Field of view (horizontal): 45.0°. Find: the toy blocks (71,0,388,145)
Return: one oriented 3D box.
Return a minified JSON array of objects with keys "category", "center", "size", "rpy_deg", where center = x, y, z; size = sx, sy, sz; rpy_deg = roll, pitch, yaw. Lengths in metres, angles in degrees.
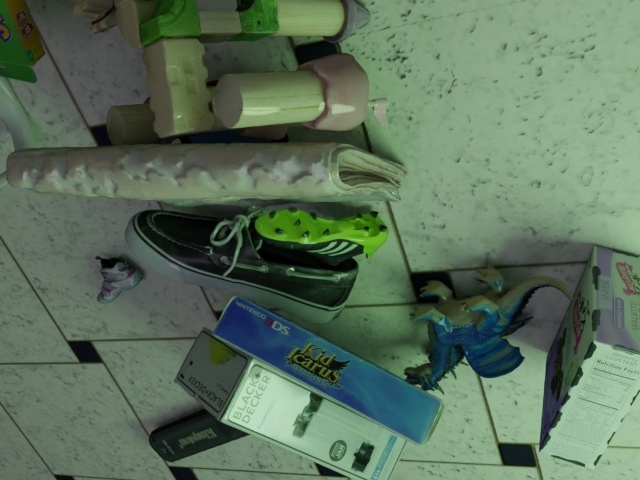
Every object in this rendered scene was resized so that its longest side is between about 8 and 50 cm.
[{"category":"toy blocks","center":[-0.060,-0.235,0.753],"size":[0.309,0.260,0.289],"rpy_deg":[-2,98,53]}]

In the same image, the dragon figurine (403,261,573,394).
[{"category":"dragon figurine","center":[0.212,0.113,0.972],"size":[0.289,0.085,0.144],"rpy_deg":[-21,118,39]}]

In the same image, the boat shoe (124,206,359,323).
[{"category":"boat shoe","center":[-0.100,0.011,1.005],"size":[0.306,0.113,0.105],"rpy_deg":[23,127,1]}]

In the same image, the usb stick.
[{"category":"usb stick","center":[-0.196,0.327,1.336],"size":[0.278,0.045,0.077],"rpy_deg":[-28,113,37]}]

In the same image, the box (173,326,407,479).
[{"category":"box","center":[-0.037,0.232,1.060],"size":[0.290,0.087,0.169],"rpy_deg":[32,172,-29]}]

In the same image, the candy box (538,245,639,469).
[{"category":"candy box","center":[0.318,0.134,0.894],"size":[0.070,0.165,0.196],"rpy_deg":[15,130,9]}]

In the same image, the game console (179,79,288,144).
[{"category":"game console","center":[-0.134,-0.131,0.928],"size":[0.144,0.124,0.085],"rpy_deg":[-16,92,31]}]

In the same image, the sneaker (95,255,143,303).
[{"category":"sneaker","center":[-0.324,0.053,1.182],"size":[0.098,0.038,0.069],"rpy_deg":[-31,109,27]}]

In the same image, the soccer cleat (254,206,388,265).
[{"category":"soccer cleat","center":[0.000,0.000,0.941],"size":[0.178,0.060,0.072],"rpy_deg":[1,137,-27]}]

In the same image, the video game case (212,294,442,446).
[{"category":"video game case","center":[0.024,0.167,0.971],"size":[0.269,0.061,0.244],"rpy_deg":[26,172,14]}]

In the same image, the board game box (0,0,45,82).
[{"category":"board game box","center":[-0.368,-0.280,0.775],"size":[0.124,0.039,0.259],"rpy_deg":[14,137,17]}]

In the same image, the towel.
[{"category":"towel","center":[-0.096,-0.064,0.821],"size":[0.331,0.317,0.053],"rpy_deg":[0,90,19]}]

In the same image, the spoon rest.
[{"category":"spoon rest","center":[-0.466,-0.206,1.020],"size":[0.137,0.084,0.276],"rpy_deg":[-21,103,32]}]
